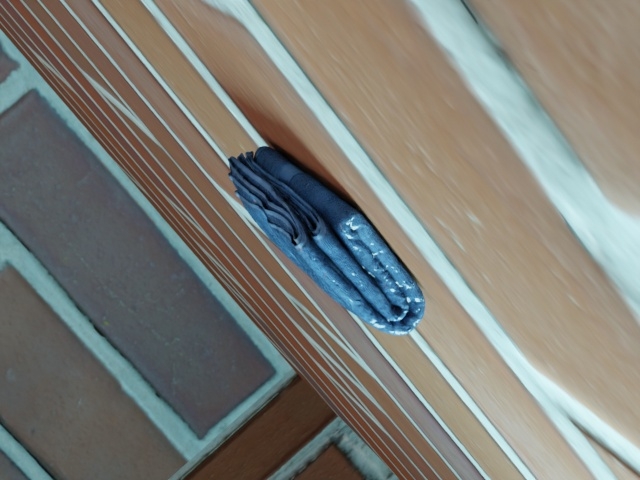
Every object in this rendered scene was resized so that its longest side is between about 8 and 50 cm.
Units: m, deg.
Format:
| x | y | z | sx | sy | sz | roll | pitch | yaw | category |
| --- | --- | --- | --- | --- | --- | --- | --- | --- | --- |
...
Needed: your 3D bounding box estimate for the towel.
| x | y | z | sx | sy | sz | roll | pitch | yaw | category |
| --- | --- | --- | --- | --- | --- | --- | --- | --- | --- |
| 0.000 | 0.000 | 0.781 | 0.067 | 0.029 | 0.119 | 50 | 175 | -25 | towel |
